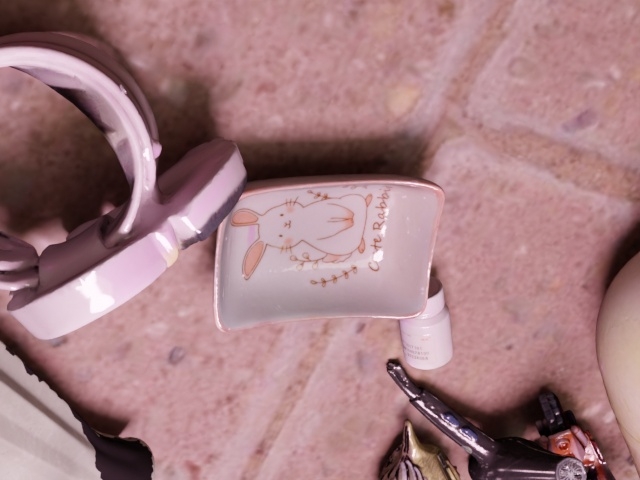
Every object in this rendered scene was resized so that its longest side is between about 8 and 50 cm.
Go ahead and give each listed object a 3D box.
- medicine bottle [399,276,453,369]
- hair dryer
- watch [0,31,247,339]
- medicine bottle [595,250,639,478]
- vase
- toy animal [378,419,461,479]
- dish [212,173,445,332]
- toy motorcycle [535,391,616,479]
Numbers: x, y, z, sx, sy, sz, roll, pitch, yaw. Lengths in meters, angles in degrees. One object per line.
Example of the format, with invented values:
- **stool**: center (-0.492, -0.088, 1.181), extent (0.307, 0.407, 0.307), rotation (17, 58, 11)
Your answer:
- **medicine bottle**: center (0.106, 0.083, 1.342), extent (0.052, 0.052, 0.089), rotation (-16, 124, -10)
- **hair dryer**: center (0.157, 0.196, 1.387), extent (0.219, 0.195, 0.075), rotation (38, 72, -10)
- **watch**: center (-0.209, -0.068, 1.095), extent (0.244, 0.196, 0.231), rotation (-33, 103, 2)
- **medicine bottle**: center (0.413, 0.136, 1.370), extent (0.235, 0.236, 0.406), rotation (-28, 126, -2)
- **vase**: center (-0.309, 0.149, 1.186), extent (0.165, 0.165, 0.360), rotation (-42, 128, 8)
- **toy animal**: center (0.095, 0.257, 1.423), extent (0.098, 0.098, 0.137), rotation (-33, 113, 2)
- **dish**: center (0.000, 0.000, 1.242), extent (0.212, 0.077, 0.151), rotation (-3, 122, -18)
- **toy motorcycle**: center (0.287, 0.268, 1.475), extent (0.084, 0.118, 0.212), rotation (-19, 124, 8)
